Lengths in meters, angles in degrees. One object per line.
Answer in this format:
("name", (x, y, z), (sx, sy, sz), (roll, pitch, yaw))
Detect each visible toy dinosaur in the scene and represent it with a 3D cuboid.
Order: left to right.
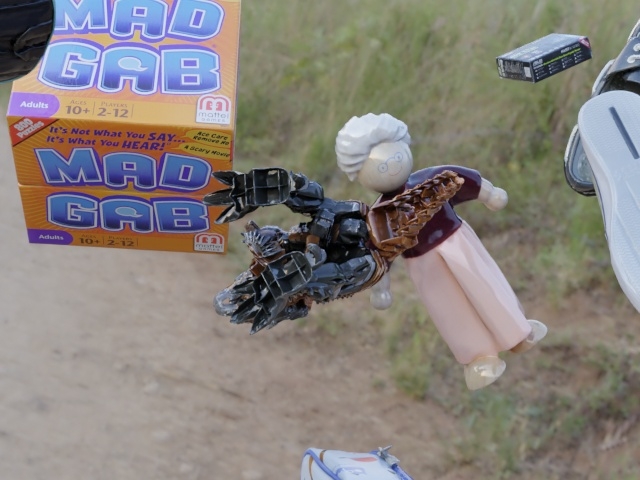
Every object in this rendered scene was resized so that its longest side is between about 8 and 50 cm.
("toy dinosaur", (0.000, 0.000, 1.267), (0.218, 0.322, 0.164), (10, 38, -51))

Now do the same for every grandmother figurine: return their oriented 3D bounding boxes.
("grandmother figurine", (0.134, -0.005, 1.416), (0.342, 0.208, 0.104), (54, -23, -14))

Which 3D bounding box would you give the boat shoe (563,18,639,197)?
("boat shoe", (0.407, -0.189, 1.535), (0.114, 0.302, 0.091), (27, 8, 18))

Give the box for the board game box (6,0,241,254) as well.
("board game box", (-0.325, -0.226, 2.122), (0.356, 0.356, 0.356), (3, -35, -4))

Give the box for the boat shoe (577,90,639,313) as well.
("boat shoe", (0.330, -0.022, 1.195), (0.109, 0.302, 0.094), (-17, -42, 12))

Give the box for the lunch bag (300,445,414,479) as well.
("lunch bag", (0.036, 0.365, 1.273), (0.115, 0.303, 0.243), (5, 3, -14))

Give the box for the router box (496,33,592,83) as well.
("router box", (0.356, -0.291, 1.939), (0.122, 0.038, 0.092), (-25, 21, -21))

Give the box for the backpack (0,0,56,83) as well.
("backpack", (-0.365, -0.241, 1.216), (0.188, 0.166, 0.144), (3, 44, -26))
